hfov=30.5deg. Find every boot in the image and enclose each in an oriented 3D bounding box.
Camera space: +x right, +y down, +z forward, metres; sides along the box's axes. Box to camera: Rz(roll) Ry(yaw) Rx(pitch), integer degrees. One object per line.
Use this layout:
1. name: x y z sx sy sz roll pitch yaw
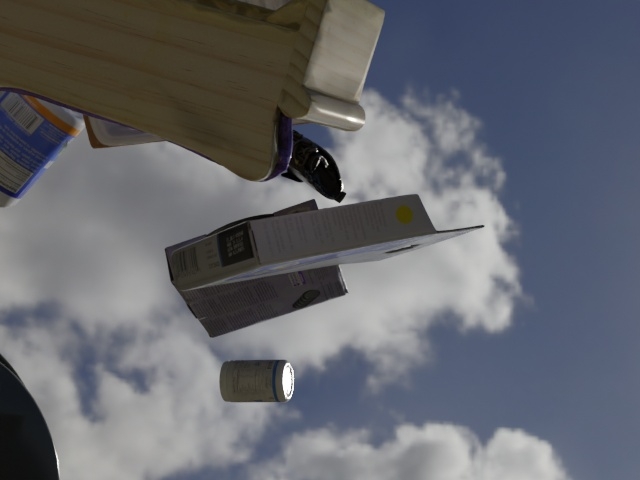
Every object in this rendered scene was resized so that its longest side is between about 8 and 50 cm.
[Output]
1. boot: -0.079 -0.167 1.678 0.229 0.091 0.263 36 -4 38

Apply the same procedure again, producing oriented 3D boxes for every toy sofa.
1. toy sofa: -0.141 -0.177 1.059 0.363 0.177 0.150 18 7 19

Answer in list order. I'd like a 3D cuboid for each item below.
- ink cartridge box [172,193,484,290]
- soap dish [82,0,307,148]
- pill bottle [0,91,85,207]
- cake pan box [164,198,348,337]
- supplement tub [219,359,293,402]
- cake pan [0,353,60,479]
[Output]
1. ink cartridge box: 0.000 0.000 1.505 0.307 0.072 0.304 -11 -4 -25
2. soap dish: -0.128 -0.229 1.267 0.291 0.118 0.228 -6 -62 5
3. pill bottle: -0.545 -0.153 2.017 0.272 0.152 0.152 -47 -56 6
4. cake pan box: -0.096 0.050 1.844 0.246 0.070 0.267 -20 -26 1
5. supplement tub: -0.103 0.228 1.901 0.107 0.071 0.071 -3 -38 16
6. cake pan: -0.304 0.190 0.816 0.054 0.293 0.293 -1 -33 45
